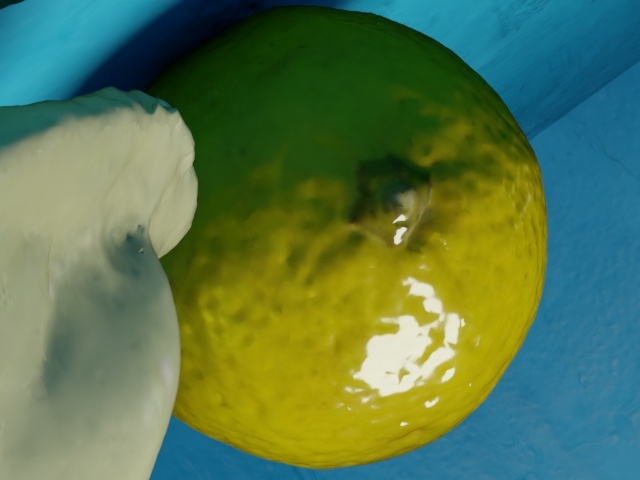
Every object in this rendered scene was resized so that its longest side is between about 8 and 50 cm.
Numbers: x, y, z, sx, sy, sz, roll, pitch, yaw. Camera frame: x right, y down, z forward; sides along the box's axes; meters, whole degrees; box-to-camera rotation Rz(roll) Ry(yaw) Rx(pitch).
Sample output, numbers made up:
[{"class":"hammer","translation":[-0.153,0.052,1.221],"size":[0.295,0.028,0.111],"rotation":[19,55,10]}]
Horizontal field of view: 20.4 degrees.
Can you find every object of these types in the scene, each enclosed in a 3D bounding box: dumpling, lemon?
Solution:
[{"class":"dumpling","translation":[-0.175,0.079,0.658],"size":[0.395,0.233,0.315],"rotation":[-42,170,28]},{"class":"lemon","translation":[-0.001,-0.001,0.952],"size":[0.267,0.267,0.267],"rotation":[-35,173,-5]}]

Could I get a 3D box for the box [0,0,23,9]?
[{"class":"box","translation":[-0.121,-0.101,0.514],"size":[0.226,0.042,0.161],"rotation":[-31,173,-31]}]
